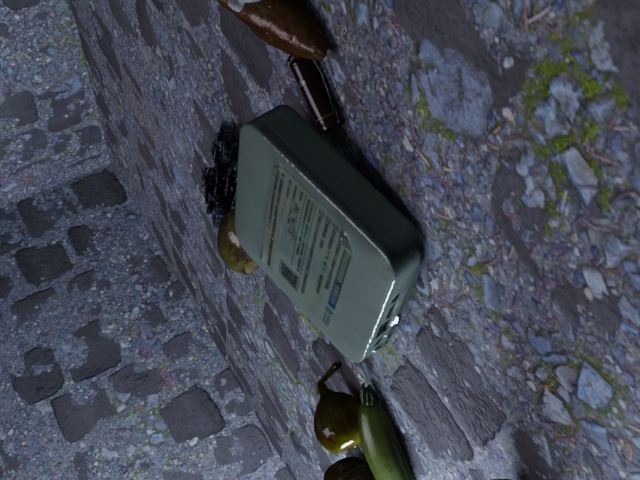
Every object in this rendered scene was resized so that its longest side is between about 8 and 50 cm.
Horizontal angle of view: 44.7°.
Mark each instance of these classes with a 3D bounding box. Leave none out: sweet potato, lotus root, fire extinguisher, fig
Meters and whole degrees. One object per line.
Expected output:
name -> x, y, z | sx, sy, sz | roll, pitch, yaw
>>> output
sweet potato -> -0.076, -0.366, 1.257 | 0.252, 0.097, 0.097 | 43, 155, 20
lotus root -> -0.168, -0.019, 1.857 | 0.154, 0.154, 0.278 | 57, 159, 18
fire extinguisher -> -0.012, -0.258, 1.301 | 0.064, 0.043, 0.158 | -18, 99, 54
fig -> 0.037, 0.428, 1.915 | 0.186, 0.142, 0.148 | 44, 129, 15

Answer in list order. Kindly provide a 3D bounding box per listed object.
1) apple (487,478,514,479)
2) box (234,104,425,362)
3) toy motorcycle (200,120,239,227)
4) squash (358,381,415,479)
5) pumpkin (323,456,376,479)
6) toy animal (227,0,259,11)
apple -> 0.297, 0.459, 1.282 | 0.146, 0.146, 0.146 | 52, 158, 31
box -> 0.001, 0.000, 1.422 | 0.396, 0.111, 0.396 | 46, 153, 19
toy motorcycle -> -0.238, -0.167, 1.897 | 0.159, 0.106, 0.270 | -101, 19, -54
squash -> 0.144, 0.481, 1.786 | 0.094, 0.094, 0.340 | 12, 126, 66
pumpkin -> 0.086, 0.707, 2.130 | 0.219, 0.162, 0.219 | 46, 151, 35
toy animal -> -0.075, -0.441, 1.081 | 0.140, 0.138, 0.282 | 68, 160, 0
